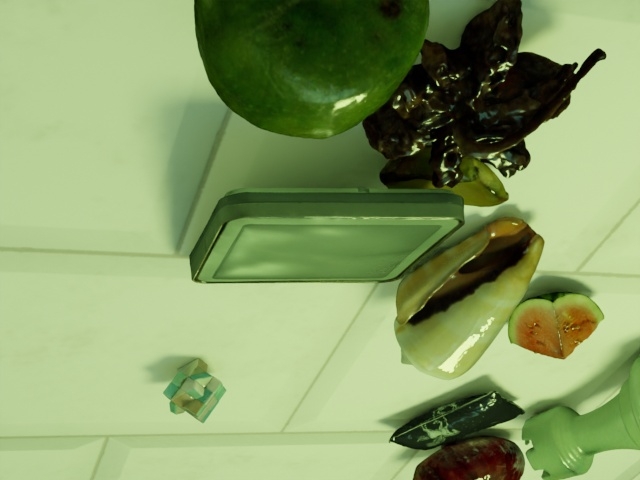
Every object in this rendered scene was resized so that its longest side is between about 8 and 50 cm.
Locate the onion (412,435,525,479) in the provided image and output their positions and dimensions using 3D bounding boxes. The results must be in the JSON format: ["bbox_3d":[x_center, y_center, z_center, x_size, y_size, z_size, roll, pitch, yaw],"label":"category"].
[{"bbox_3d":[0.269,0.407,1.913,0.206,0.151,0.098,-21,134,-15],"label":"onion"}]

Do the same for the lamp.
[{"bbox_3d":[0.000,0.000,1.234,0.269,0.047,0.266,0,165,-15],"label":"lamp"}]

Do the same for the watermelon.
[{"bbox_3d":[0.332,0.132,1.560,0.125,0.094,0.135,12,145,-43],"label":"watermelon"}]

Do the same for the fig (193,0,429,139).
[{"bbox_3d":[-0.017,-0.190,0.957,0.203,0.203,0.235,-5,-175,-9],"label":"fig"}]

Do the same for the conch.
[{"bbox_3d":[0.186,0.069,1.428,0.158,0.127,0.255,40,102,-16],"label":"conch"}]

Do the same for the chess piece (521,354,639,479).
[{"bbox_3d":[0.488,0.310,1.807,0.195,0.194,0.299,21,143,-39],"label":"chess piece"}]

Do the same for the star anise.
[{"bbox_3d":[0.145,-0.134,1.082,0.190,0.125,0.220,24,134,-8],"label":"star anise"}]

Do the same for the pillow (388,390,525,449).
[{"bbox_3d":[0.226,0.305,1.817,0.208,0.055,0.141,-26,150,21],"label":"pillow"}]

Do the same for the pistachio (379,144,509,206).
[{"bbox_3d":[0.146,-0.078,1.233,0.173,0.049,0.089,10,163,-32],"label":"pistachio"}]

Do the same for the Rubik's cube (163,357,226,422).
[{"bbox_3d":[-0.182,0.211,1.544,0.073,0.075,0.084,32,149,16],"label":"Rubik's cube"}]
